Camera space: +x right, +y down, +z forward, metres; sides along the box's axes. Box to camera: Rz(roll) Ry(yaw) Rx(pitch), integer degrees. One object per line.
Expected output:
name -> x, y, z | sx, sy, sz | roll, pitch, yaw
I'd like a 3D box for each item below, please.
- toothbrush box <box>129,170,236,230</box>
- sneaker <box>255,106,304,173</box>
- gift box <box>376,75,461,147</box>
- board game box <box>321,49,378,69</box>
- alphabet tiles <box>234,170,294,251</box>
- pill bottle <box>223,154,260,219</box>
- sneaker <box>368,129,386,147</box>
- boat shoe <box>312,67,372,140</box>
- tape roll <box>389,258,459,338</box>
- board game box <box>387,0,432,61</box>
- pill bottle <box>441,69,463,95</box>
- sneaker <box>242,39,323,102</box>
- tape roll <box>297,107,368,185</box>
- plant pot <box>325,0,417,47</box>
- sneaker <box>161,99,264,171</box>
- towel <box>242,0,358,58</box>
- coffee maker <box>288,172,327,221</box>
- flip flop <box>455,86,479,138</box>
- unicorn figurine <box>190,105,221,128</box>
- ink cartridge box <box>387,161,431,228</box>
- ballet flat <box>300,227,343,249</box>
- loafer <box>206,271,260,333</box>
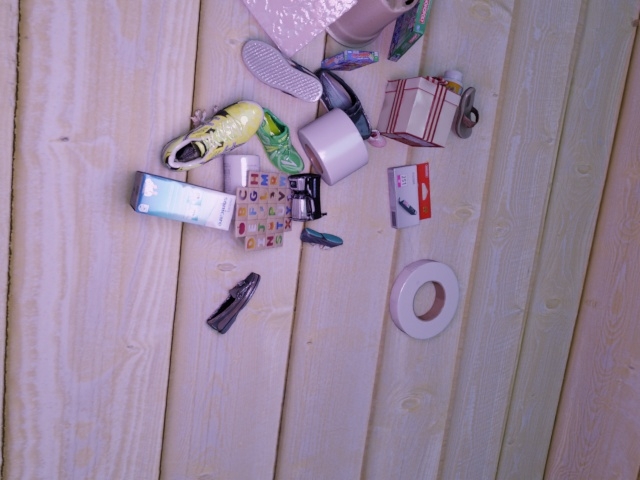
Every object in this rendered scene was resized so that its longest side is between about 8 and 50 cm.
toothbrush box -> -0.460, -0.134, 1.448 | 0.296, 0.216, 0.126 | 11, 95, -30
sneaker -> -0.158, -0.362, 1.614 | 0.109, 0.123, 0.295 | -45, 117, -14
gift box -> 0.395, -0.544, 1.798 | 0.276, 0.255, 0.258 | 12, 96, -34
board game box -> 0.108, -0.679, 1.650 | 0.136, 0.201, 0.035 | -9, 103, -27
alphabet tiles -> -0.198, -0.108, 1.603 | 0.343, 0.011, 0.285 | -9, 106, -60
pill bottle -> -0.282, -0.194, 1.577 | 0.131, 0.131, 0.229 | -5, 102, -27
sneaker -> 0.238, -0.431, 1.841 | 0.134, 0.070, 0.051 | 18, 88, -30
boat shoe -> 0.097, -0.530, 1.699 | 0.127, 0.113, 0.340 | -41, 107, -10
tape roll -> 0.509, 0.285, 2.119 | 0.392, 0.072, 0.391 | -5, 102, -26
board game box -> 0.347, -0.848, 1.680 | 0.046, 0.317, 0.213 | 13, 94, -9
pill bottle -> 0.563, -0.641, 1.944 | 0.117, 0.117, 0.214 | 18, 91, -29
sneaker -> -0.134, -0.607, 1.591 | 0.321, 0.127, 0.126 | 33, 109, -5
tape roll -> 0.045, -0.349, 1.639 | 0.169, 0.246, 0.246 | -33, 114, -5
plant pot -> 0.193, -0.914, 1.591 | 0.334, 0.305, 0.333 | -5, 102, -26
sneaker -> -0.351, -0.335, 1.461 | 0.385, 0.147, 0.145 | -34, 117, -2
towel -> -0.086, -0.851, 1.489 | 0.332, 0.053, 0.317 | -28, 120, 26
coffee maker -> -0.052, -0.175, 1.720 | 0.171, 0.120, 0.178 | -30, 122, -63
flip flop -> 0.685, -0.573, 1.993 | 0.112, 0.080, 0.277 | -45, 149, -21
unicorn figurine -> -0.369, -0.415, 1.538 | 0.162, 0.060, 0.111 | -15, 116, -10
ink cartridge box -> 0.425, -0.208, 1.989 | 0.239, 0.060, 0.275 | -13, 105, -24
ballet flat -> 0.000, 0.000, 1.805 | 0.203, 0.074, 0.074 | 15, 92, -35
loafer -> -0.330, 0.228, 1.657 | 0.084, 0.096, 0.267 | 35, 85, -22
